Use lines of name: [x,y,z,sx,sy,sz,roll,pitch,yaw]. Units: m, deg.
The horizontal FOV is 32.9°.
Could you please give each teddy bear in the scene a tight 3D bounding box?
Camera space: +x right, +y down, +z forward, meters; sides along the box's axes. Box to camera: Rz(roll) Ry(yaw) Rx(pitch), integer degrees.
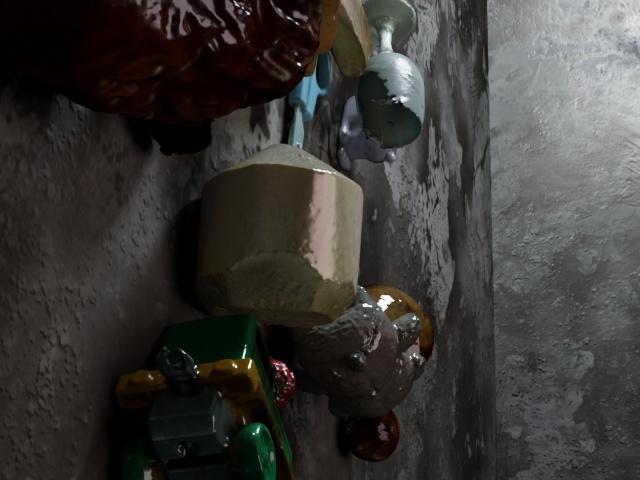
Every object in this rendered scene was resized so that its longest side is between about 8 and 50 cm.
teddy bear: [0.064,0.193,1.788,0.151,0.236,0.267,66,9,30]

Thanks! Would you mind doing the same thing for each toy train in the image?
toy train: [-0.119,0.271,1.360,0.249,0.178,0.429,-84,162,-56]

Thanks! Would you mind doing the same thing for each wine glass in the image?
wine glass: [0.130,-0.325,2.072,0.143,0.143,0.321,65,17,-48]

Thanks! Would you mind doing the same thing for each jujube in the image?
jujube: [-0.169,-0.261,1.115,0.377,0.276,0.276,3,85,-59]

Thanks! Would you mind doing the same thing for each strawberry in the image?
strawberry: [-0.079,0.213,1.613,0.096,0.083,0.083,-176,-97,-76]

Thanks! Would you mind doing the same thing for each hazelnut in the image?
hazelnut: [0.101,0.189,2.005,0.208,0.208,0.208,-2,90,-71]

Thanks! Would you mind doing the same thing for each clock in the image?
clock: [0.105,-0.217,2.120,0.080,0.117,0.176,66,28,-50]

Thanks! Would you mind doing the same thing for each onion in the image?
onion: [0.100,0.363,2.049,0.117,0.118,0.118,-40,129,-38]

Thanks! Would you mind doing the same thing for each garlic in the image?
garlic: [0.040,-0.402,1.986,0.101,0.087,0.195,-87,161,-59]

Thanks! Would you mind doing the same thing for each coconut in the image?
coconut: [-0.055,-0.013,1.485,0.239,0.239,0.244,36,56,-66]

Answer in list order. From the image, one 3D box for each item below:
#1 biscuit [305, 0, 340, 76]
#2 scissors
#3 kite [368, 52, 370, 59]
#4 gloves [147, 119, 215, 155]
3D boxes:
biscuit: [-0.023,-0.428,1.676,0.312,0.057,0.351,-134,-135,-74]
scissors: [-0.038,-0.193,1.835,0.192,0.029,0.447,59,34,-56]
kite: [0.102,-0.368,2.290,0.229,0.012,0.250,13,75,-74]
gloves: [-0.180,-0.204,1.365,0.180,0.106,0.129,-111,176,-46]
